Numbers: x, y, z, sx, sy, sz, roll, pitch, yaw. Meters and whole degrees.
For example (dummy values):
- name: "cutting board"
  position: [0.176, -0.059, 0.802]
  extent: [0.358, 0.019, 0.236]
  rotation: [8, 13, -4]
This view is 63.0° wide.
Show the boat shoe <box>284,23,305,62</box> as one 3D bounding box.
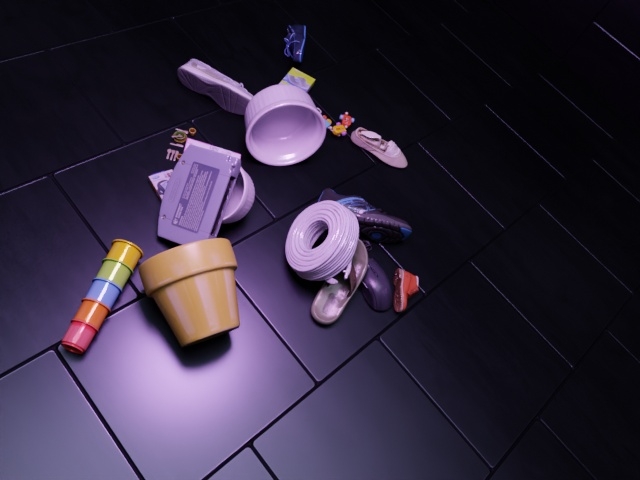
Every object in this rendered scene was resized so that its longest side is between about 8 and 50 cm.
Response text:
- name: "boat shoe"
  position: [-0.111, -0.819, 2.184]
  extent: [0.089, 0.108, 0.258]
  rotation: [6, 40, -7]

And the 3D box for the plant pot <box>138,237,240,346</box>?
- name: "plant pot"
  position: [-0.330, 0.147, 1.406]
  extent: [0.254, 0.254, 0.238]
  rotation: [-16, 79, -27]

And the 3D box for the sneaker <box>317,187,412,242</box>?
- name: "sneaker"
  position: [0.154, -0.091, 1.781]
  extent: [0.341, 0.125, 0.139]
  rotation: [15, 54, -11]

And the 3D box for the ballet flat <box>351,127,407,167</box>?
- name: "ballet flat"
  position: [0.234, -0.361, 2.006]
  extent: [0.249, 0.086, 0.086]
  rotation: [27, 54, -1]

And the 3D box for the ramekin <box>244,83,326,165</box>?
- name: "ramekin"
  position: [-0.130, -0.401, 1.798]
  extent: [0.278, 0.277, 0.135]
  rotation: [-3, 52, -20]

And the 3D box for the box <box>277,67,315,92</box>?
- name: "box"
  position: [-0.106, -0.604, 2.070]
  extent: [0.109, 0.042, 0.178]
  rotation: [28, 53, 1]

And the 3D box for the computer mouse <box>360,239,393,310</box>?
- name: "computer mouse"
  position: [0.129, 0.109, 1.685]
  extent: [0.184, 0.060, 0.261]
  rotation: [-8, 61, -24]

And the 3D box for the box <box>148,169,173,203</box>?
- name: "box"
  position: [-0.491, -0.172, 1.673]
  extent: [0.081, 0.028, 0.136]
  rotation: [-24, 71, -29]

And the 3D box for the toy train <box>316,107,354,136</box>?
- name: "toy train"
  position: [0.048, -0.454, 2.027]
  extent: [0.167, 0.046, 0.125]
  rotation: [9, 55, -17]

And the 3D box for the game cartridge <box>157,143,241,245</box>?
- name: "game cartridge"
  position: [-0.370, -0.129, 1.557]
  extent: [0.198, 0.062, 0.296]
  rotation: [19, 89, 24]

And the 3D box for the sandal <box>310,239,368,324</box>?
- name: "sandal"
  position: [0.066, 0.119, 1.608]
  extent: [0.120, 0.086, 0.302]
  rotation: [20, 67, 8]

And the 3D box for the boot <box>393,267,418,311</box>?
- name: "boot"
  position: [0.284, 0.169, 1.703]
  extent: [0.085, 0.059, 0.157]
  rotation: [20, 53, -12]

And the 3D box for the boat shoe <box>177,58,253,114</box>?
- name: "boat shoe"
  position: [-0.366, -0.569, 1.916]
  extent: [0.321, 0.118, 0.103]
  rotation: [26, 58, 7]

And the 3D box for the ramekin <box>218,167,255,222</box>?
- name: "ramekin"
  position: [-0.302, -0.149, 1.623]
  extent: [0.207, 0.109, 0.206]
  rotation: [-2, 82, 18]

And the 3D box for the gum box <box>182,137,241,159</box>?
- name: "gum box"
  position: [-0.358, -0.252, 1.708]
  extent: [0.189, 0.107, 0.062]
  rotation: [15, 55, -17]

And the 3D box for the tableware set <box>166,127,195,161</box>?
- name: "tableware set"
  position: [-0.461, -0.326, 1.783]
  extent: [0.104, 0.024, 0.154]
  rotation: [13, 55, -11]

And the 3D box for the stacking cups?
- name: "stacking cups"
  position: [-0.586, 0.145, 1.396]
  extent: [0.096, 0.096, 0.316]
  rotation: [21, 54, -5]

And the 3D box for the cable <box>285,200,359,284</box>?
- name: "cable"
  position: [0.000, 0.000, 1.604]
  extent: [0.089, 0.257, 0.256]
  rotation: [36, 66, -42]
